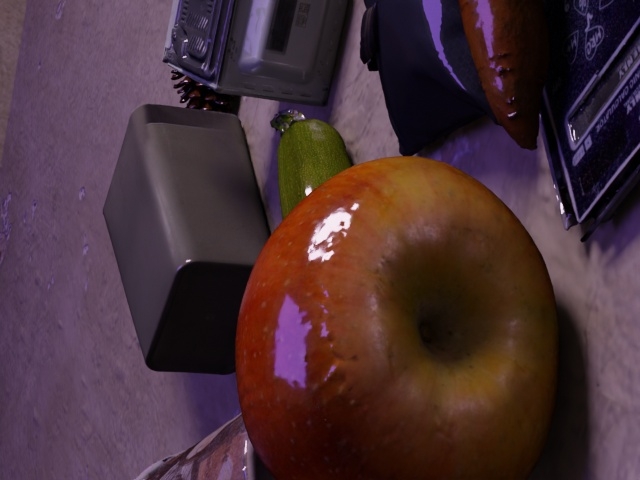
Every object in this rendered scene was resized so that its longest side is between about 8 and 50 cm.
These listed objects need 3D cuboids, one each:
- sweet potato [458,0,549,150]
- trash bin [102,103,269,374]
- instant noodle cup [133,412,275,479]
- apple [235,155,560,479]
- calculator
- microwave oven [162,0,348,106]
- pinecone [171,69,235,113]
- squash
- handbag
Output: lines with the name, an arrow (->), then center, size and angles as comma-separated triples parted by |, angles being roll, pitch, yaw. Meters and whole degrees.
sweet potato -> 0.110, -0.187, 1.002 | 0.057, 0.057, 0.264 | 154, 106, -65
trash bin -> -0.134, 0.001, 1.580 | 0.240, 0.122, 0.164 | -109, 33, -45
instant noodle cup -> -0.022, 0.211, 1.114 | 0.207, 0.218, 0.217 | -46, 41, 47
apple -> 0.044, 0.069, 0.977 | 0.173, 0.210, 0.234 | -27, 38, 62
calculator -> 0.170, -0.149, 0.975 | 0.165, 0.028, 0.274 | 122, 148, -47
microwave oven -> -0.055, -0.244, 1.429 | 0.162, 0.123, 0.208 | 33, 114, 59
pinecone -> -0.124, -0.170, 1.670 | 0.077, 0.077, 0.083 | 158, 114, -66
squash -> 0.001, -0.002, 1.294 | 0.080, 0.071, 0.318 | -44, 44, 37
handbag -> 0.072, -0.195, 1.131 | 0.211, 0.089, 0.254 | 166, 95, -75
